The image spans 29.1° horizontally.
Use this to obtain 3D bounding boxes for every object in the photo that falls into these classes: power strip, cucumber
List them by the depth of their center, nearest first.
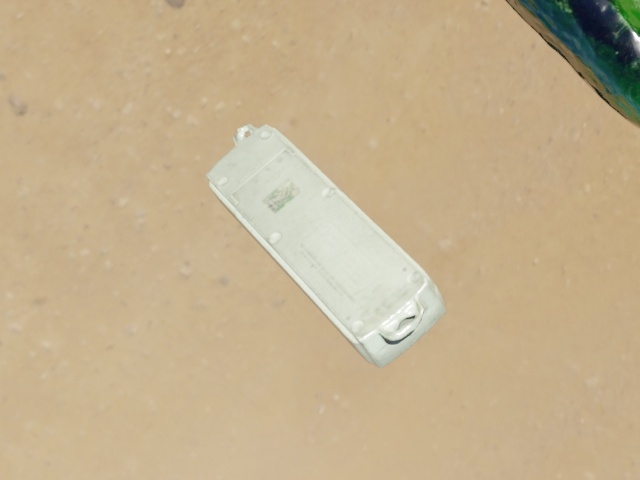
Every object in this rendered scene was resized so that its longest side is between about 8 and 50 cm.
[{"bbox_3d":[0.073,-0.156,0.537,0.056,0.056,0.284,-43,77,37],"label":"cucumber"},{"bbox_3d":[0.001,0.000,0.976,0.078,0.272,0.052,-41,140,-4],"label":"power strip"}]
